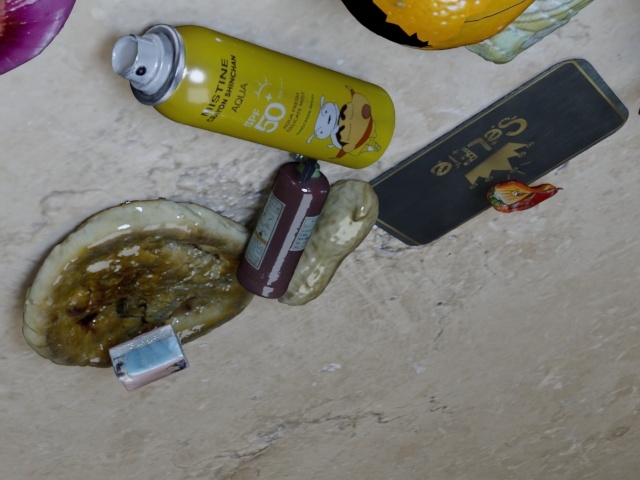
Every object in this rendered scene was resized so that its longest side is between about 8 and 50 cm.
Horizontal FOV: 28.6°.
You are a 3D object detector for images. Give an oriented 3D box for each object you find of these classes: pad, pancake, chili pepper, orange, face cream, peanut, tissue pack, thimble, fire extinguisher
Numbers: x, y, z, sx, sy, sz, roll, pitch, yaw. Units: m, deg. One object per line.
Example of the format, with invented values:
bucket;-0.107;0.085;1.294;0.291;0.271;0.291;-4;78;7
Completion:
pad;0.226;-0.098;1.683;0.375;0.063;0.315;-33;148;19
pancake;-0.229;0.069;1.668;0.356;0.065;0.356;-20;152;-11
chili pepper;0.279;-0.063;1.723;0.178;0.045;0.027;-13;151;-46
orange;0.109;-0.284;1.141;0.234;0.182;0.234;-2;126;-3
face cream;-0.071;-0.158;1.351;0.348;0.105;0.105;12;137;-43
peanut;0.000;0.000;1.666;0.099;0.099;0.214;6;137;-39
tissue pack;-0.232;0.159;1.693;0.094;0.059;0.074;-23;160;-5
thimble;0.207;-0.270;1.311;0.143;0.137;0.190;-36;158;25
fire extinguisher;-0.039;-0.030;1.570;0.071;0.099;0.231;24;119;-1

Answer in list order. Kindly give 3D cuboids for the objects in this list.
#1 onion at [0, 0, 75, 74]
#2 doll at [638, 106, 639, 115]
onion;-0.291;-0.237;1.028;0.200;0.201;0.207;-31;117;16
doll;0.534;-0.240;1.500;0.235;0.174;0.330;-24;171;-30
